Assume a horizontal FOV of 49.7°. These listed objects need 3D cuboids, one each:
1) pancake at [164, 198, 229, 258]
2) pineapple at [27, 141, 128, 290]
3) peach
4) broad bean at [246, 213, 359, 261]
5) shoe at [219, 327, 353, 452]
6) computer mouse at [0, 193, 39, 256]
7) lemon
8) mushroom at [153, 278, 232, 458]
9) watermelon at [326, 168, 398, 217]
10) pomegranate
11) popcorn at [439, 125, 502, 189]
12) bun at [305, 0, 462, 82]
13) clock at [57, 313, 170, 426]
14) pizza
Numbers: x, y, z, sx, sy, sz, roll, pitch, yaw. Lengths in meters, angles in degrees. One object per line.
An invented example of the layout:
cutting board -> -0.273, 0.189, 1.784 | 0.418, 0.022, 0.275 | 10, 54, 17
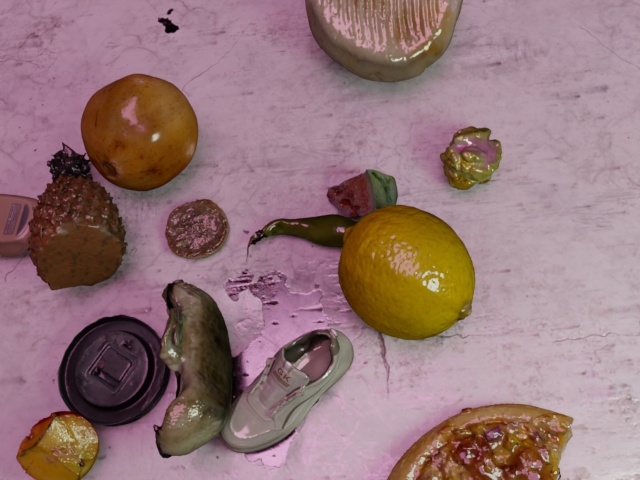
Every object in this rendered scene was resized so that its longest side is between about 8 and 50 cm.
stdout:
pancake -> -0.272, -0.027, 1.539 | 0.152, 0.025, 0.151 | -3, 66, 7
pineapple -> -0.541, -0.070, 1.521 | 0.202, 0.202, 0.362 | -23, 47, -3
peach -> -0.500, 0.402, 1.332 | 0.151, 0.118, 0.151 | 2, 82, -17
broad bean -> -0.001, -0.010, 1.483 | 0.318, 0.056, 0.098 | -7, 64, 7
shoe -> -0.067, 0.272, 1.312 | 0.316, 0.159, 0.124 | -42, 69, -15
computer mouse -> -0.731, -0.035, 1.566 | 0.236, 0.082, 0.145 | 2, 66, 5
lemon -> 0.163, 0.062, 1.331 | 0.267, 0.267, 0.267 | -3, 66, 6
mushroom -> -0.235, 0.234, 1.300 | 0.130, 0.247, 0.344 | -6, 41, -4
watermelon -> 0.085, -0.094, 1.480 | 0.158, 0.121, 0.098 | -3, 79, 7
pomegranate -> -0.395, -0.246, 1.525 | 0.264, 0.264, 0.264 | -3, 66, 6
popcorn -> 0.324, -0.179, 1.483 | 0.126, 0.126, 0.145 | 17, 41, -1
bun -> 0.146, -0.536, 1.608 | 0.365, 0.219, 0.365 | 0, 83, 3
clock -> -0.420, 0.267, 1.416 | 0.226, 0.049, 0.226 | -2, 66, 5
pizza -> 0.286, 0.439, 1.226 | 0.409, 0.114, 0.277 | -22, 61, 0
